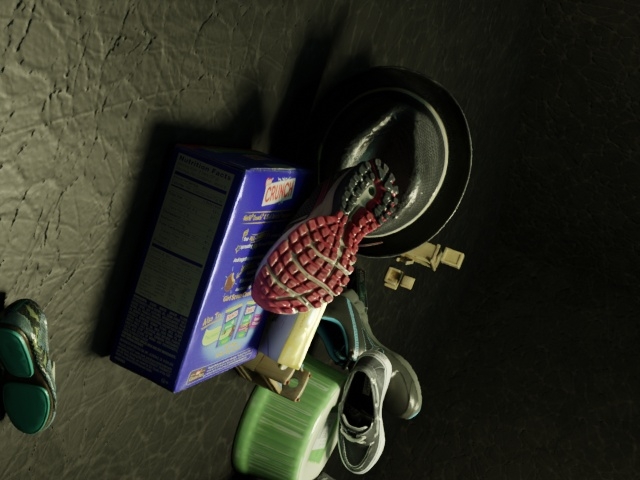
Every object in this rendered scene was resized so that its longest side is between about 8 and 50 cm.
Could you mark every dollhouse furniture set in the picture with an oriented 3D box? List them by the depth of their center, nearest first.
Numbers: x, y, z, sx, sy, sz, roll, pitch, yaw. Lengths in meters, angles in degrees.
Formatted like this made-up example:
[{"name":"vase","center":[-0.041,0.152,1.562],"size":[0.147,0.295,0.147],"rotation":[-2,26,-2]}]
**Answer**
[{"name":"dollhouse furniture set","center":[-0.067,0.184,1.677],"size":[0.183,0.129,0.129],"rotation":[-62,162,-19]},{"name":"dollhouse furniture set","center":[0.298,0.091,2.552],"size":[0.161,0.182,0.101],"rotation":[-65,162,-11]}]

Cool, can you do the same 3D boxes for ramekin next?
[{"name":"ramekin","center":[-0.051,0.394,1.939],"size":[0.303,0.148,0.303],"rotation":[-55,158,-35]}]

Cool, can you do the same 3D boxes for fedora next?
[{"name":"fedora","center":[0.101,-0.124,1.490],"size":[0.152,0.334,0.334],"rotation":[-60,168,-78]}]

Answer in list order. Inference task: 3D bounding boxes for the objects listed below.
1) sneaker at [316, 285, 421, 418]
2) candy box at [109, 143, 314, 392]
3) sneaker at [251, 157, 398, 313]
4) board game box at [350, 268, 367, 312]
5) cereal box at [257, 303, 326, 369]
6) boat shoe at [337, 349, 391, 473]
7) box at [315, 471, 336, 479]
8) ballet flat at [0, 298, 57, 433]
[{"name":"sneaker","center":[0.088,0.268,1.985],"size":[0.125,0.341,0.140],"rotation":[-42,173,35]},{"name":"candy box","center":[-0.146,0.028,1.278],"size":[0.317,0.122,0.268],"rotation":[-70,163,9]},{"name":"sneaker","center":[0.000,0.000,1.317],"size":[0.299,0.112,0.121],"rotation":[-46,112,-34]},{"name":"board game box","center":[0.084,0.165,2.143],"size":[0.186,0.026,0.126],"rotation":[-89,-168,-64]},{"name":"cereal box","center":[-0.069,0.098,1.459],"size":[0.240,0.047,0.173],"rotation":[15,-99,63]},{"name":"boat shoe","center":[0.083,0.383,1.897],"size":[0.102,0.108,0.301],"rotation":[-38,143,-58]},{"name":"box","center":[-0.074,0.677,1.837],"size":[0.318,0.097,0.395],"rotation":[-59,170,7]},{"name":"ballet flat","center":[-0.322,0.139,0.996],"size":[0.070,0.070,0.188],"rotation":[-50,158,-44]}]
